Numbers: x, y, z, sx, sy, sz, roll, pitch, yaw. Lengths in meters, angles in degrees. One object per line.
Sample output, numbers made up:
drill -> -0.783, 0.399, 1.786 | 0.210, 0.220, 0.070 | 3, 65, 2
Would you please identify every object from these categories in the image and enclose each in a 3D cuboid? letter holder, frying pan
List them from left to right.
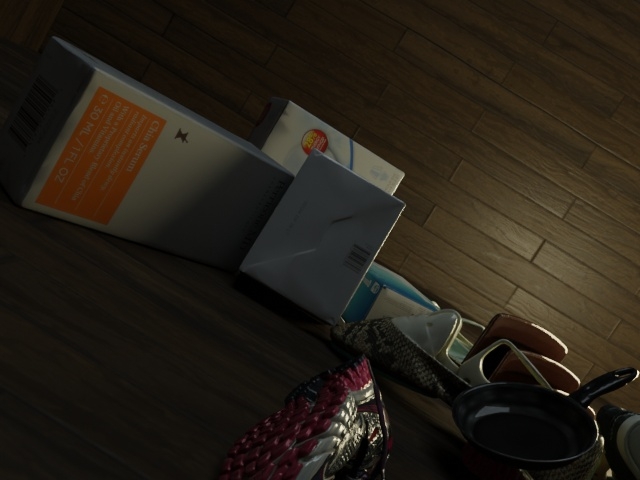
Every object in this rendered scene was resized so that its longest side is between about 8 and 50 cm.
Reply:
letter holder -> 0.440, 0.298, 1.328 | 0.301, 0.214, 0.152 | 27, 8, -38
frying pan -> 0.326, 0.245, 0.962 | 0.197, 0.053, 0.326 | 14, 22, 37

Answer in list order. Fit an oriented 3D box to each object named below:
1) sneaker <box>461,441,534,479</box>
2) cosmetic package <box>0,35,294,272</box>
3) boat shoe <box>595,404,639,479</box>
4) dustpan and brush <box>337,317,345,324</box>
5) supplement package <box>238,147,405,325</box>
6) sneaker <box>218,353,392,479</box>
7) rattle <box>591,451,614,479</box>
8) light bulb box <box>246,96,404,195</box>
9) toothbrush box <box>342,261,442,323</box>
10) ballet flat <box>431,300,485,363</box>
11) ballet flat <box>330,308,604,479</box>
sneaker -> 0.271, 0.338, 0.912 | 0.074, 0.063, 0.170 | 23, 4, -21
cosmetic package -> -0.280, -0.120, 1.096 | 0.161, 0.230, 0.453 | 37, 9, 38
boat shoe -> 0.593, 0.425, 1.174 | 0.303, 0.114, 0.091 | 66, -10, -15
dustpan and brush -> -0.038, 0.093, 1.341 | 0.211, 0.060, 0.147 | 28, 7, -31
supplement package -> 0.000, 0.000, 1.222 | 0.204, 0.262, 0.145 | 31, -8, -2
sneaker -> 0.012, 0.195, 0.605 | 0.112, 0.120, 0.299 | 62, 19, 5
rattle -> 0.502, 0.441, 1.203 | 0.200, 0.130, 0.143 | 57, 17, -4
light bulb box -> -0.044, -0.131, 1.692 | 0.361, 0.358, 0.225 | 28, 5, -20
toothbrush box -> 0.142, 0.142, 1.510 | 0.216, 0.126, 0.295 | 28, 8, -25
ballet flat -> 0.393, 0.285, 1.587 | 0.400, 0.139, 0.139 | 35, 7, 23
ballet flat -> 0.247, 0.230, 1.092 | 0.482, 0.182, 0.164 | 34, 8, 21
